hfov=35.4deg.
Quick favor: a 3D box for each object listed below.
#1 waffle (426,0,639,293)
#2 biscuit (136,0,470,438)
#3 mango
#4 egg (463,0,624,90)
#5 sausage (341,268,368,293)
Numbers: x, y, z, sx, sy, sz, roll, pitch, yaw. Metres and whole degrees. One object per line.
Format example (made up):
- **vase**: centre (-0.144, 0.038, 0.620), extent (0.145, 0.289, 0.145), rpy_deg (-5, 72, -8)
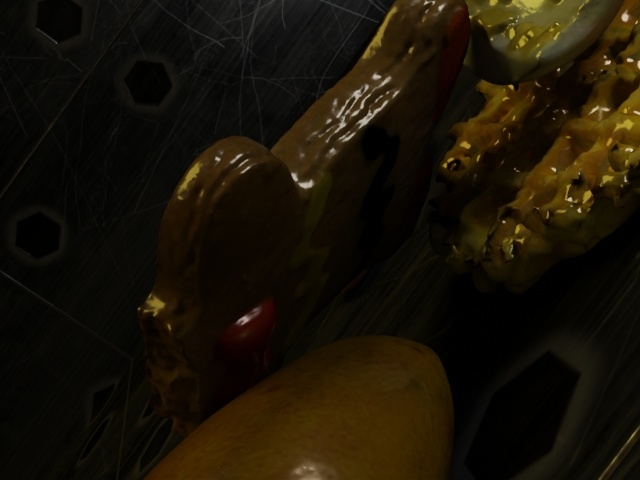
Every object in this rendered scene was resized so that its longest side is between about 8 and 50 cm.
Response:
- **waffle**: centre (0.252, -0.124, 0.915), extent (0.382, 0.095, 0.380), rpy_deg (-40, 19, 39)
- **biscuit**: centre (0.000, 0.000, 0.879), extent (0.394, 0.076, 0.368), rpy_deg (-44, -23, -35)
- **mango**: centre (-0.024, 0.218, 0.740), extent (0.378, 0.221, 0.264), rpy_deg (-51, -3, -41)
- **egg**: centre (0.190, -0.275, 0.898), extent (0.161, 0.271, 0.206), rpy_deg (-18, -4, -13)
- **sausage**: centre (0.073, -0.068, 1.405), extent (0.112, 0.112, 0.328), rpy_deg (-34, 21, 57)
